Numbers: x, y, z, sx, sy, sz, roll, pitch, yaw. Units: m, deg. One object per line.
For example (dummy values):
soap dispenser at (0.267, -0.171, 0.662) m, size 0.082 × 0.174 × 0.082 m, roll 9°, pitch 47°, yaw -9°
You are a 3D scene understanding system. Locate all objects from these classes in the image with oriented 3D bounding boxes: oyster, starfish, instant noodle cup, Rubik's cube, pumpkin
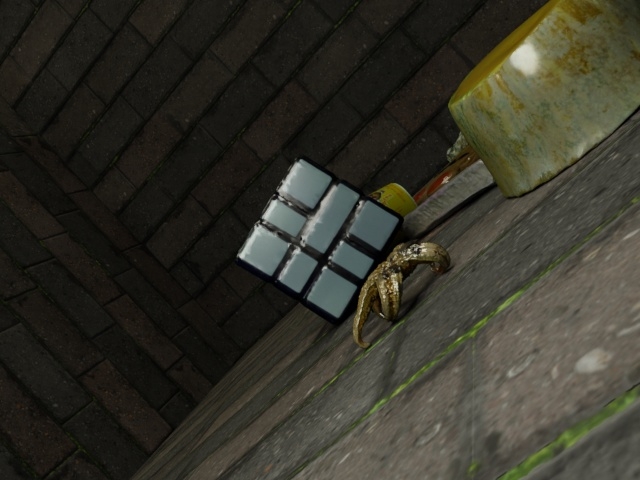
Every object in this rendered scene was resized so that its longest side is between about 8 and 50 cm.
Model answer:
oyster at (0.563, -0.377, 2.176) m, size 0.268 × 0.112 × 0.198 m, roll -47°, pitch -1°, yaw 12°
starfish at (0.104, 0.072, 0.889) m, size 0.190 × 0.074 × 0.146 m, roll -46°, pitch 5°, yaw -10°
instant noodle cup at (0.150, -0.035, 1.687) m, size 0.236 × 0.216 × 0.215 m, roll -34°, pitch -2°, yaw -11°
Rubik's cube at (0.000, 0.000, 1.427) m, size 0.294 × 0.283 × 0.288 m, roll -61°, pitch 0°, yaw 2°
pumpkin at (0.338, -0.237, 0.906) m, size 0.332 × 0.199 × 0.332 m, roll -46°, pitch -3°, yaw -3°

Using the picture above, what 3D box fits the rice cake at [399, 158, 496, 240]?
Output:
rice cake at (0.280, -0.088, 1.322) m, size 0.070 × 0.064 × 0.399 m, roll -36°, pitch -4°, yaw -25°

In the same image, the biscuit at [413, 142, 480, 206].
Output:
biscuit at (0.439, -0.237, 1.940) m, size 0.394 × 0.076 × 0.368 m, roll -44°, pitch 0°, yaw -17°
